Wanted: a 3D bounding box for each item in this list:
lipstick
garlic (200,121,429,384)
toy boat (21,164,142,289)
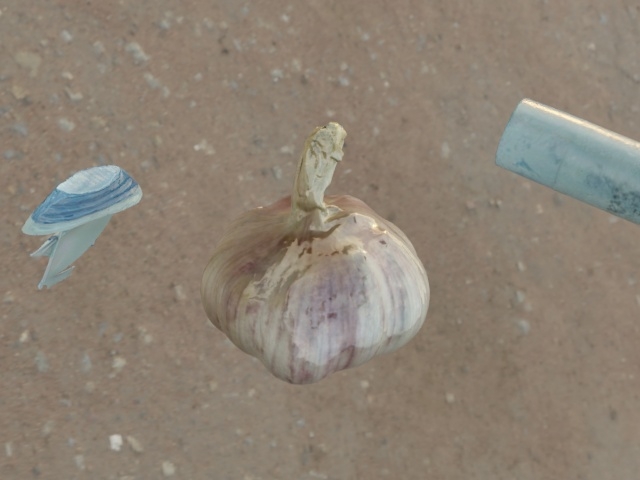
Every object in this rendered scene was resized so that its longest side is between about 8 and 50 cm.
[{"bbox_3d":[0.188,-0.037,0.626,0.158,0.048,0.048,25,44,16],"label":"lipstick"},{"bbox_3d":[0.000,0.000,1.087,0.245,0.245,0.253,-26,128,-47],"label":"garlic"},{"bbox_3d":[-0.189,-0.009,0.838,0.105,0.149,0.034,-34,69,-20],"label":"toy boat"}]
